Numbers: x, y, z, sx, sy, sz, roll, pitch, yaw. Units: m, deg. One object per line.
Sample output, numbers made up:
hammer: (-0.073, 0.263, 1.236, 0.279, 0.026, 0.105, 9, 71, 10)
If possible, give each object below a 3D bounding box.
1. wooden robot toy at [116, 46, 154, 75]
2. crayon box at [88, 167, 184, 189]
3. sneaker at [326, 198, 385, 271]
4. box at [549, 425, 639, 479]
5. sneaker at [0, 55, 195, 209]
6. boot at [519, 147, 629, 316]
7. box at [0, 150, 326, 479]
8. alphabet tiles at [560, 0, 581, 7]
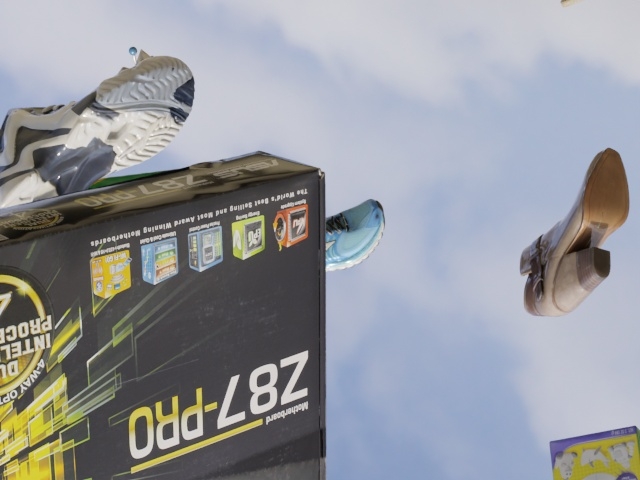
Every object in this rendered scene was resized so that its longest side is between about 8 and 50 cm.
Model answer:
wooden robot toy: (-0.254, -0.200, 2.368, 0.079, 0.173, 0.076, 6, -131, -39)
crayon box: (-0.245, 0.034, 1.733, 0.318, 0.202, 0.081, -7, -131, 6)
sneaker: (0.000, 0.000, 1.935, 0.073, 0.162, 0.063, 53, -172, -42)
box: (0.314, 0.302, 1.857, 0.043, 0.105, 0.179, 39, -139, -57)
sneaker: (-0.240, -0.111, 1.642, 0.094, 0.235, 0.153, 45, 177, -39)
boot: (0.179, -0.002, 1.223, 0.042, 0.087, 0.118, 25, -118, -23)
box: (-0.164, 0.120, 1.297, 0.395, 0.318, 0.097, -15, -157, -42)
alphabet tiles: (0.400, -0.405, 2.034, 0.011, 0.285, 0.342, 53, -140, -25)
